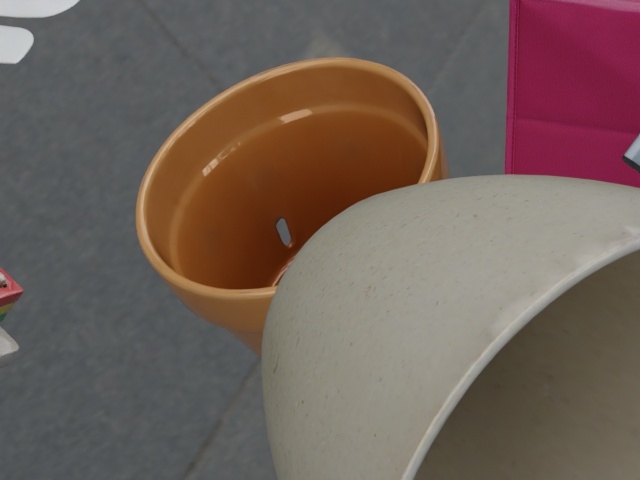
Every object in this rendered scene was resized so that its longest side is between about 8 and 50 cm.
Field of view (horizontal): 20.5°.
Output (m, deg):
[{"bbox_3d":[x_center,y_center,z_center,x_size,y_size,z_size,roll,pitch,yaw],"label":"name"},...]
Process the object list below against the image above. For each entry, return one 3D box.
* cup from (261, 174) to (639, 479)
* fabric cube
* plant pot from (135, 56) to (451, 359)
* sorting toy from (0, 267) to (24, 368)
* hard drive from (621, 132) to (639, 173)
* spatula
[{"bbox_3d":[0.097,0.093,1.039,0.331,0.331,0.237,6,20,-40],"label":"cup"},{"bbox_3d":[0.316,-0.160,1.590,0.254,0.258,0.259,-66,159,-48],"label":"fabric cube"},{"bbox_3d":[0.000,0.000,1.660,0.203,0.291,0.291,62,32,-44],"label":"plant pot"},{"bbox_3d":[-0.433,0.028,1.695,0.257,0.089,0.255,42,22,13],"label":"sorting toy"},{"bbox_3d":[0.276,-0.080,1.169,0.094,0.022,0.135,36,86,7],"label":"hard drive"},{"bbox_3d":[-0.286,-0.190,1.396,0.168,0.242,0.019,-55,141,-39],"label":"spatula"}]
